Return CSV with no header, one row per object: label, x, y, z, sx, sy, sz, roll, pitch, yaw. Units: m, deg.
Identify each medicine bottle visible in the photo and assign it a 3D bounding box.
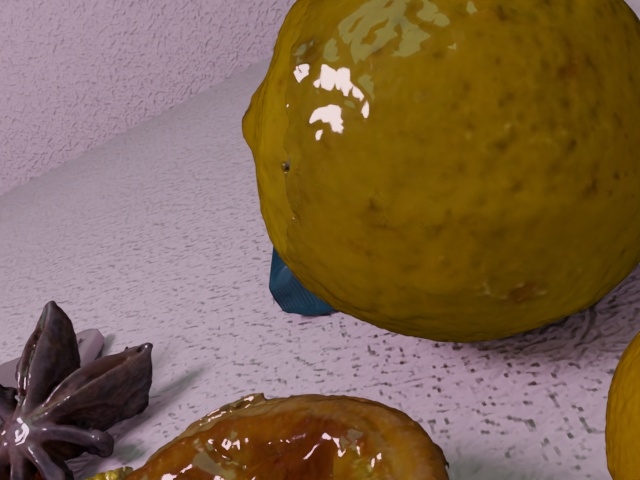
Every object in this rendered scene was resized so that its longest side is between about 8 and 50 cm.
medicine bottle,0.000,0.000,0.892,0.124,0.079,0.258,-28,24,11

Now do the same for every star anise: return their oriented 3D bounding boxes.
star anise,-0.294,0.195,0.794,0.198,0.110,0.257,26,71,31

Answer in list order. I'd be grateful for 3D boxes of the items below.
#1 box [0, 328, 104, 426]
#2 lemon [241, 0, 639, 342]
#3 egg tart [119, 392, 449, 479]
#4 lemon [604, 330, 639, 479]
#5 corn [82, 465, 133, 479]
box,-0.431,0.206,0.994,0.285,0.044,0.142,-23,23,14
lemon,0.123,-0.083,0.628,0.387,0.349,0.350,8,31,2
egg tart,-0.052,0.242,0.434,0.341,0.129,0.341,-22,27,12
lemon,0.232,0.104,0.336,0.187,0.187,0.244,-31,20,-5
corn,-0.259,0.278,0.620,0.244,0.093,0.093,-30,25,-2
